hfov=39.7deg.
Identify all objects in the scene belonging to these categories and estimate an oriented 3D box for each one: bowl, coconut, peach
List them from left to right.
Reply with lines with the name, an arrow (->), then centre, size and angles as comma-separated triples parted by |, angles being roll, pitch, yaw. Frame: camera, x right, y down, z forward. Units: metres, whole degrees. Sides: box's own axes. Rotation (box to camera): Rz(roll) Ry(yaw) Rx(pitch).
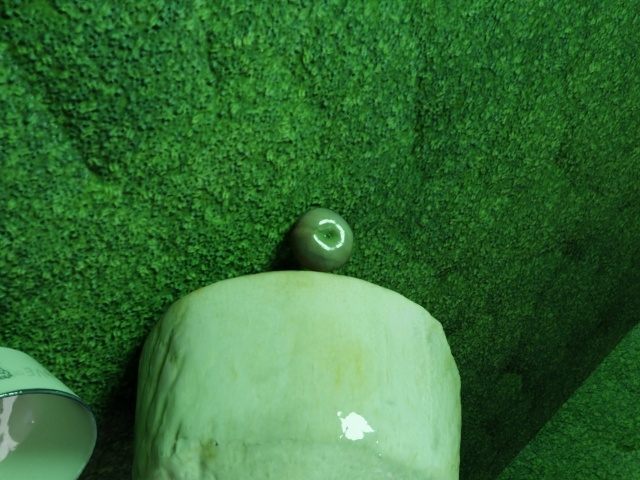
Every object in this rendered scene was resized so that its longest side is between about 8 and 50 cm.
bowl -> -0.357, 0.196, 0.883 | 0.238, 0.126, 0.237 | -28, 142, -24
coconut -> -0.027, 0.209, 1.041 | 0.415, 0.415, 0.344 | -33, 139, -17
peach -> 0.000, 0.001, 1.093 | 0.083, 0.083, 0.083 | -27, 142, -24
